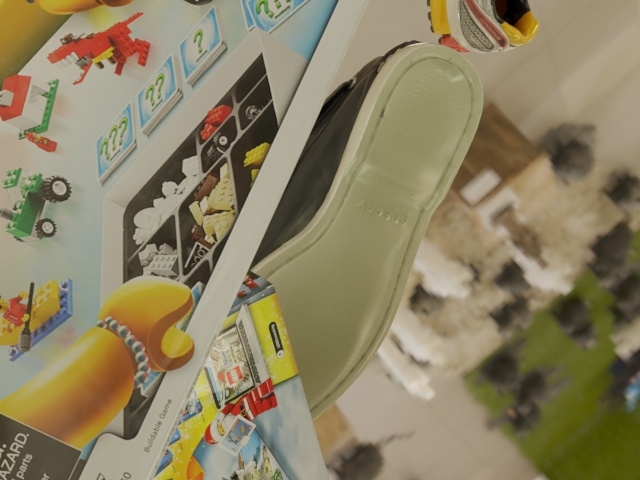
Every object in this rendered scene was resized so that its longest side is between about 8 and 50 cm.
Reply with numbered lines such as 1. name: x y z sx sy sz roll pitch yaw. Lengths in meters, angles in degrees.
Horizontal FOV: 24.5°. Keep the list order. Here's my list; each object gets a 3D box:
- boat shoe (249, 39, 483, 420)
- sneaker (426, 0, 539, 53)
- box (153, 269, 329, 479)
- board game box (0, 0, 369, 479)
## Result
1. boat shoe: -0.003 -0.002 1.125 0.127 0.113 0.340 24 93 -27
2. sneaker: 0.142 -0.264 1.224 0.088 0.093 0.225 -34 125 -40
3. box: -0.078 0.152 0.948 0.159 0.044 0.233 -29 123 -24
4. board game box: -0.104 -0.043 0.457 0.053 0.193 0.305 123 -9 -63
